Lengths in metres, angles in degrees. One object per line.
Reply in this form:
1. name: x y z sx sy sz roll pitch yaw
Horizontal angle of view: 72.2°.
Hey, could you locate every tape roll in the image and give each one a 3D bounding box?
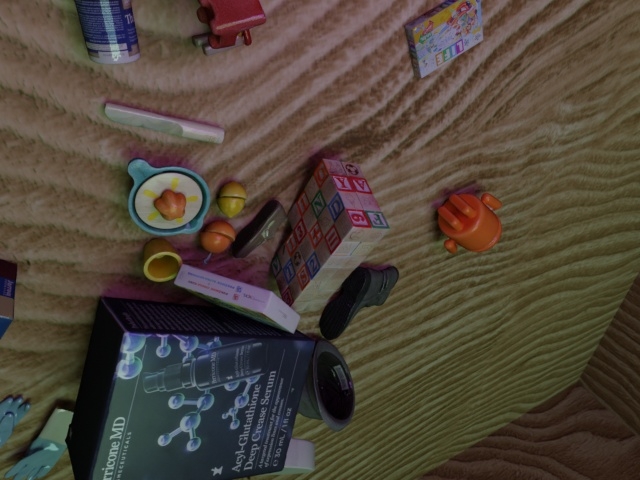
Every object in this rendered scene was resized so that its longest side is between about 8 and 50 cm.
1. tape roll: -0.206 0.588 1.188 0.393 0.071 0.392 -1 150 -1

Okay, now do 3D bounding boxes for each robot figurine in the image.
1. robot figurine: 0.396 -0.042 1.164 0.220 0.128 0.157 26 73 -42

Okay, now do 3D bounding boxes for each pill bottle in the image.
1. pill bottle: -0.279 -0.298 0.569 0.067 0.067 0.120 -15 131 -23

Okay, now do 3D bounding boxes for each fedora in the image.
1. fedora: -0.008 0.415 1.240 0.125 0.243 0.275 -18 147 21

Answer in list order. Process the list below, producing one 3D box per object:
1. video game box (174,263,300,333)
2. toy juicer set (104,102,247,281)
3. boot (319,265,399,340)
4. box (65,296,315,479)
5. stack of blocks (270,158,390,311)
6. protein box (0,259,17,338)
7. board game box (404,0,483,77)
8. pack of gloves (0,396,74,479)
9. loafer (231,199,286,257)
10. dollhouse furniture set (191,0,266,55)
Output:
1. video game box: -0.152 0.119 0.856 0.205 0.187 0.048 60 45 -65
2. toy juicer set: -0.225 -0.079 0.764 0.210 0.089 0.328 -14 130 -22
3. boot: 0.113 0.174 1.194 0.161 0.083 0.246 8 121 -43
4. box: -0.251 0.297 0.886 0.396 0.212 0.293 12 92 -37
5. stack of blocks: 0.000 0.000 0.909 0.087 0.171 0.297 2 141 -33
6. protein box: -0.604 0.120 0.647 0.200 0.136 0.201 27 107 -43
7. board game box: 0.241 -0.400 0.847 0.154 0.026 0.103 -34 136 -5
8. pack of gloves: -0.647 0.422 0.944 0.195 0.046 0.232 35 99 -33
9. loafer: -0.123 -0.015 0.903 0.148 0.056 0.050 -46 129 8
10. dollhouse furniture set: -0.108 -0.406 0.496 0.152 0.201 0.373 -24 133 -14
